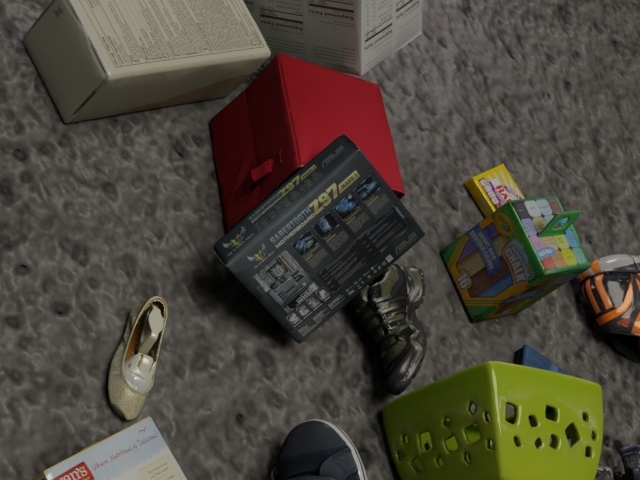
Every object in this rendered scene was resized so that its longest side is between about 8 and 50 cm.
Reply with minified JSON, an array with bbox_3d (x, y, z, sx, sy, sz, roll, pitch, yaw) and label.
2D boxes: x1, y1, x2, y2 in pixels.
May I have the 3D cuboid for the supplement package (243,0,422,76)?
[{"bbox_3d":[-0.006,-0.363,2.092,0.261,0.145,0.204,15,33,26],"label":"supplement package"}]

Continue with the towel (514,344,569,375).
[{"bbox_3d":[0.352,0.219,2.202,0.119,0.029,0.067,36,43,-19],"label":"towel"}]

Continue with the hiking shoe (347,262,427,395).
[{"bbox_3d":[0.086,0.120,2.003,0.114,0.086,0.227,18,44,-15],"label":"hiking shoe"}]

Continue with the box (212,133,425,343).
[{"bbox_3d":[0.000,0.000,1.856,0.183,0.232,0.059,49,-1,-38],"label":"box"}]

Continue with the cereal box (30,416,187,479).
[{"bbox_3d":[-0.203,0.338,1.596,0.173,0.047,0.240,-23,78,-48],"label":"cereal box"}]

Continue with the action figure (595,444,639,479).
[{"bbox_3d":[0.392,0.435,1.964,0.330,0.178,0.341,-81,159,-48],"label":"action figure"}]

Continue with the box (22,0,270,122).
[{"bbox_3d":[-0.235,-0.268,1.937,0.311,0.121,0.148,-15,73,-47],"label":"box"}]

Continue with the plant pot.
[{"bbox_3d":[0.241,0.305,1.901,0.227,0.228,0.207,14,61,-36],"label":"plant pot"}]

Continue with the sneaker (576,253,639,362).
[{"bbox_3d":[0.584,0.119,2.434,0.321,0.124,0.180,-4,69,-32],"label":"sneaker"}]

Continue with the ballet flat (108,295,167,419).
[{"bbox_3d":[-0.221,0.138,1.716,0.057,0.052,0.168,27,47,-26],"label":"ballet flat"}]

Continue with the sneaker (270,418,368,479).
[{"bbox_3d":[-0.011,0.353,1.683,0.127,0.126,0.321,40,37,-51],"label":"sneaker"}]

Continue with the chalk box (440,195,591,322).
[{"bbox_3d":[0.318,0.018,2.172,0.132,0.213,0.132,-6,67,-44],"label":"chalk box"}]

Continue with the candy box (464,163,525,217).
[{"bbox_3d":[0.328,-0.028,2.356,0.105,0.027,0.206,-24,80,-52],"label":"candy box"}]

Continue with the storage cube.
[{"bbox_3d":[-0.021,-0.118,1.981,0.215,0.183,0.193,12,54,-36],"label":"storage cube"}]
